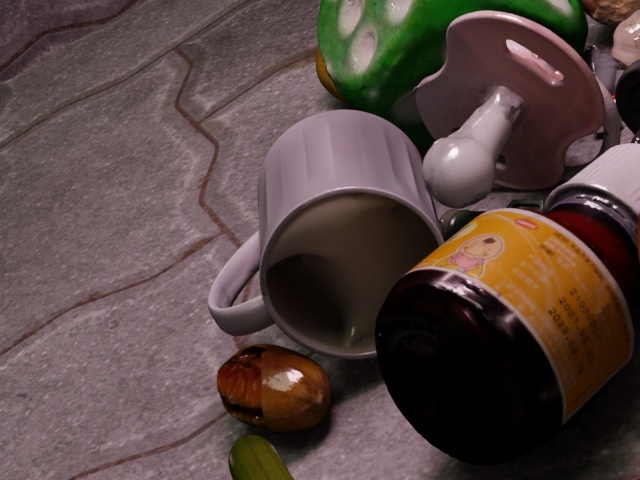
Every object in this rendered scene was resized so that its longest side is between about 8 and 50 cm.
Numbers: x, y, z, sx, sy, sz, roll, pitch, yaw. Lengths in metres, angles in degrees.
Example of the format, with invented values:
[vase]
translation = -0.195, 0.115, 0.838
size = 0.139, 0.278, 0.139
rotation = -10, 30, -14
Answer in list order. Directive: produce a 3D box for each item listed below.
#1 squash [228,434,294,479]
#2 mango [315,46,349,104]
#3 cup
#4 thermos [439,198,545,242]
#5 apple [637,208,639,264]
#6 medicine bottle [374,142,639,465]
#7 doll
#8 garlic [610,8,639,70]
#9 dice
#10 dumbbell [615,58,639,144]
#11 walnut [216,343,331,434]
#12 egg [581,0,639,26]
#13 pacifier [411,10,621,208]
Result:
[squash]
translation = -0.060, 0.291, 1.699
size = 0.069, 0.069, 0.258
rotation = -34, 26, -5
[mango]
translation = 0.087, -0.292, 2.502
size = 0.156, 0.114, 0.251
rotation = -24, 39, -15
[cup]
translation = 0.000, 0.000, 1.913
size = 0.323, 0.236, 0.327
rotation = -28, 22, 9
[thermos]
translation = 0.245, -0.005, 1.888
size = 0.188, 0.073, 0.083
rotation = 3, 30, 47
[apple]
translation = 0.470, -0.011, 1.410
size = 0.340, 0.339, 0.339
rotation = -24, 28, 14
[medicine bottle]
translation = 0.258, 0.056, 1.610
size = 0.243, 0.242, 0.395
rotation = 2, 29, 47
[doll]
translation = 0.397, -0.218, 2.094
size = 0.094, 0.079, 0.180
rotation = -9, 44, 10
[garlic]
translation = 0.474, -0.300, 2.149
size = 0.113, 0.074, 0.094
rotation = -40, 34, 17
[dice]
translation = 0.185, -0.321, 2.122
size = 0.287, 0.300, 0.297
rotation = -47, 43, 34
[dumbbell]
translation = 0.490, -0.221, 1.919
size = 0.143, 0.143, 0.325
rotation = 2, 41, 48
[walnut]
translation = -0.064, 0.185, 1.842
size = 0.116, 0.115, 0.207
rotation = -42, 29, -21
[egg]
translation = 0.484, -0.428, 2.228
size = 0.195, 0.195, 0.233
rotation = 6, 49, 50
[pacifier]
translation = 0.235, -0.163, 1.912
size = 0.273, 0.220, 0.332
rotation = -14, -22, -21
